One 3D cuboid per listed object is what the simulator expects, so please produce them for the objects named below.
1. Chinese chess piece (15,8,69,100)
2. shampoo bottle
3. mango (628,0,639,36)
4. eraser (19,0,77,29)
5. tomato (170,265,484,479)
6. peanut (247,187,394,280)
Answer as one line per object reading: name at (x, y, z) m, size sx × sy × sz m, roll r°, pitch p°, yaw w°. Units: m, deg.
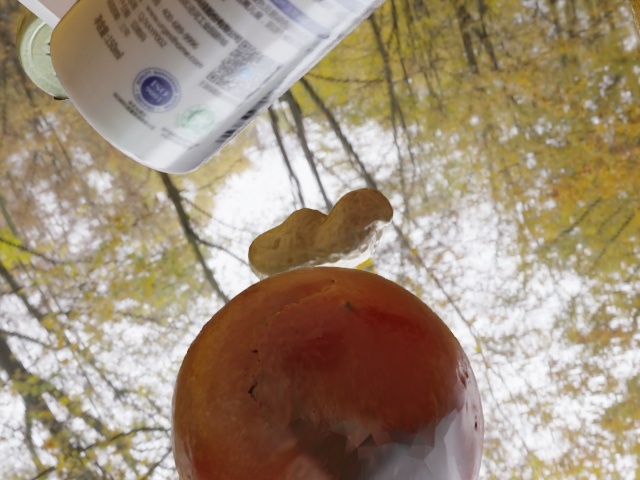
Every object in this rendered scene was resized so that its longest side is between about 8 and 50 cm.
Chinese chess piece at (-0.323, -0.254, 1.173) m, size 0.144 × 0.144 × 0.058 m, roll -21°, pitch -141°, yaw 0°
shampoo bottle at (0.021, -0.150, 0.346) m, size 0.303 × 0.092 × 0.092 m, roll -39°, pitch -161°, yaw 24°
mango at (0.262, -0.249, 0.598) m, size 0.108 × 0.262 × 0.157 m, roll 18°, pitch -166°, yaw -4°
eraser at (-0.296, -0.289, 0.938) m, size 0.076 × 0.298 × 0.078 m, roll -54°, pitch -162°, yaw -9°
tomato at (0.007, 0.119, 0.585) m, size 0.208 × 0.208 × 0.184 m, roll -31°, pitch 171°, yaw -20°
peanut at (0.001, 0.000, 1.233) m, size 0.227 × 0.104 × 0.085 m, roll -20°, pitch 167°, yaw 23°
